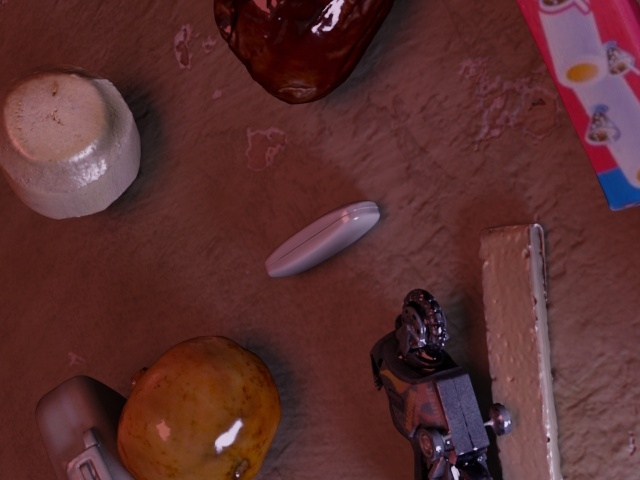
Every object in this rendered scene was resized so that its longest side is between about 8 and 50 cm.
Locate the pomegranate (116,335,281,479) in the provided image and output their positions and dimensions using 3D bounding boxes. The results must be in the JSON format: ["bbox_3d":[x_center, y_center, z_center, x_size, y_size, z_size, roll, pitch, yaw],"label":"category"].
[{"bbox_3d":[-0.179,0.259,1.236,0.248,0.248,0.248,1,92,39],"label":"pomegranate"}]

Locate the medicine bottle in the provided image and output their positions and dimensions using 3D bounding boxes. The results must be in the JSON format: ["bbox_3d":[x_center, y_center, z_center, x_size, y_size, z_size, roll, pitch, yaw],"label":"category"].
[{"bbox_3d":[-0.308,0.399,1.333,0.123,0.282,0.375,-30,67,-6],"label":"medicine bottle"}]

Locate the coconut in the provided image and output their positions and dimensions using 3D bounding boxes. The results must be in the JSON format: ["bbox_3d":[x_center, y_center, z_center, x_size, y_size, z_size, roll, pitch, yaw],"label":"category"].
[{"bbox_3d":[-0.425,-0.160,1.430,0.266,0.237,0.237,117,134,-69],"label":"coconut"}]

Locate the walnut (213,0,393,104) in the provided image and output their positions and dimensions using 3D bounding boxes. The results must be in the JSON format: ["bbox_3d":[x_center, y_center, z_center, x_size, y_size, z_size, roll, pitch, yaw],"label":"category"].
[{"bbox_3d":[-0.009,-0.328,1.122,0.222,0.244,0.269,43,116,-14],"label":"walnut"}]

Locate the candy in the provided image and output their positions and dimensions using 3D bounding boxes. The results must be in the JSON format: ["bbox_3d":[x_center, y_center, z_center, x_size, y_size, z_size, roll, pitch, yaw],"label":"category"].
[{"bbox_3d":[0.289,-0.200,0.839,0.100,0.157,0.306,-22,100,39],"label":"candy"}]

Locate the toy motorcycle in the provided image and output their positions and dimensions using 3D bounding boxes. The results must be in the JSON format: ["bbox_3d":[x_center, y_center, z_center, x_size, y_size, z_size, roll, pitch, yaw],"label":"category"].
[{"bbox_3d":[0.140,0.214,1.053,0.173,0.108,0.307,-26,77,66],"label":"toy motorcycle"}]

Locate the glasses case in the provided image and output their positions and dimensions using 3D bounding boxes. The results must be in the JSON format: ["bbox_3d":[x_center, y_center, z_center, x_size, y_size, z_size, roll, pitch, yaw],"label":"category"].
[{"bbox_3d":[0.000,0.000,1.187,0.197,0.076,0.049,-34,73,35],"label":"glasses case"}]

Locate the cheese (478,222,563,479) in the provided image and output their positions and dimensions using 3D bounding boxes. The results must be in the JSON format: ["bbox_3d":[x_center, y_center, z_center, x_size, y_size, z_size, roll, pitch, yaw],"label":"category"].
[{"bbox_3d":[0.243,0.181,1.025,0.085,0.034,0.400,-5,88,38],"label":"cheese"}]
